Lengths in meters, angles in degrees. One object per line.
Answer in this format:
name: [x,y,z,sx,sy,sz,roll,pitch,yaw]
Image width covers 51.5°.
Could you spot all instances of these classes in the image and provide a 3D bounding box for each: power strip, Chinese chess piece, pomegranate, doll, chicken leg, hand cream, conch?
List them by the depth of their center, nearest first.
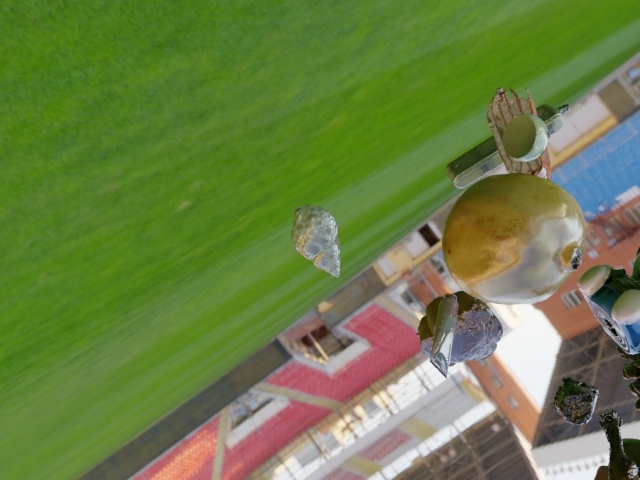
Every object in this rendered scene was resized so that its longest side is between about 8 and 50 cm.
pomegranate: [0.303,-0.004,1.062,0.233,0.233,0.233,-36,174,-4]
chicken leg: [0.543,0.422,1.151,0.106,0.253,0.051,6,148,-42]
Chinese chess piece: [0.362,-0.181,1.170,0.034,0.084,0.084,2,152,-32]
doll: [0.735,0.102,1.376,0.310,0.240,0.284,-32,-144,3]
hand cream: [0.274,0.202,1.463,0.043,0.067,0.209,-22,-147,36]
conch: [-0.013,-0.005,1.581,0.116,0.105,0.172,-1,135,8]
power strip: [0.540,-0.277,1.900,0.388,0.066,0.092,-32,-142,9]

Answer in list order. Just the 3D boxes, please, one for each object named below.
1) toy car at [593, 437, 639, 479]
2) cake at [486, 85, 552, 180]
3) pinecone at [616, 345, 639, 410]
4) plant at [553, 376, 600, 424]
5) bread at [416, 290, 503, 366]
toy car: [0.751,0.505,1.363,0.240,0.341,0.271,-61,-170,-15]
cake: [0.447,-0.211,1.478,0.098,0.287,0.135,-18,163,31]
pinecone: [0.884,0.332,1.684,0.224,0.272,0.224,-23,-159,9]
plant: [0.877,0.545,2.269,0.203,0.143,0.131,-12,117,-77]
bread: [0.385,0.252,1.867,0.232,0.135,0.246,-12,134,-5]
